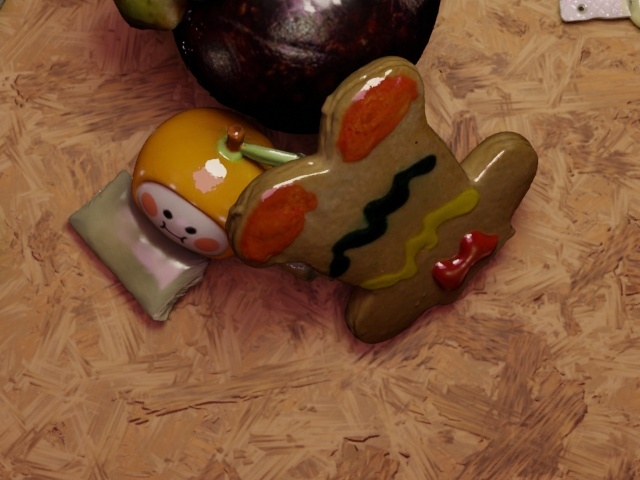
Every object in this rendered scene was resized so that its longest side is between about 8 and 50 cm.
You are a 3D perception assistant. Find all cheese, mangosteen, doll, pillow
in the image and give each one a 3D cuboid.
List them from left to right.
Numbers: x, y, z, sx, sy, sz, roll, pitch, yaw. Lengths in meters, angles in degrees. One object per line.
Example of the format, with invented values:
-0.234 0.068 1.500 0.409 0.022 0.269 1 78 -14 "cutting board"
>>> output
-0.259 0.008 1.492 0.119 0.053 0.208 -43 84 -10 "pillow"
-0.138 -0.099 1.418 0.214 0.236 0.213 14 58 -22 "doll"
-0.048 -0.326 1.369 0.421 0.381 0.380 1 81 -42 "mangosteen"
0.492 -0.367 1.586 0.256 0.050 0.127 -3 83 -4 "cheese"

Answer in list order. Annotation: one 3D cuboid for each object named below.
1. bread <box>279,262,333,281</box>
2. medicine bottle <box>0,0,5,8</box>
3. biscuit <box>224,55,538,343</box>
0.005 -0.002 1.484 0.156 0.103 0.110 -38 81 -1 "bread"
-0.504 -0.355 1.509 0.079 0.079 0.140 26 83 0 "medicine bottle"
0.109 -0.043 1.373 0.368 0.076 0.394 -47 132 7 "biscuit"
